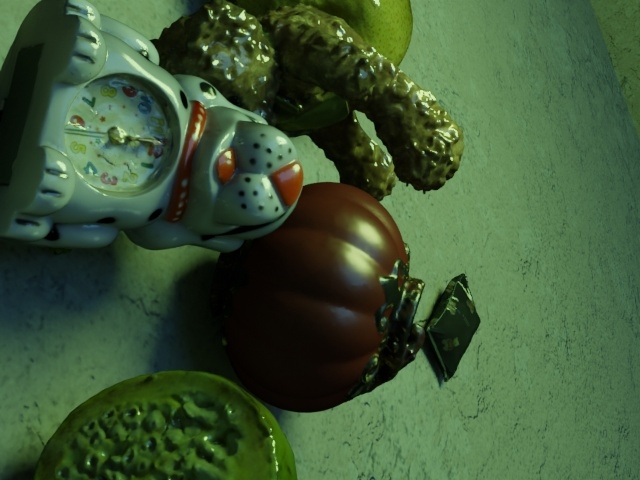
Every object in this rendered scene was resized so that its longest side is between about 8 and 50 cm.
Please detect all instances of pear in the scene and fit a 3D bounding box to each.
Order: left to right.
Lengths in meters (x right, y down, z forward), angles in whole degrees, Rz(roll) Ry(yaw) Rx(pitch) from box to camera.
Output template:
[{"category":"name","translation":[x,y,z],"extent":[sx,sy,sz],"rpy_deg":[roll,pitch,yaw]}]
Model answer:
[{"category":"pear","translation":[0.003,-0.279,1.010],"extent":[0.228,0.188,0.211],"rpy_deg":[48,24,-24]}]

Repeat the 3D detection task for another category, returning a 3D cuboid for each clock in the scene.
[{"category":"clock","translation":[-0.121,-0.062,0.676],"extent":[0.254,0.189,0.188],"rpy_deg":[17,60,-32]}]

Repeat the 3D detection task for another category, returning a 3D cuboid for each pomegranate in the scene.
[{"category":"pomegranate","translation":[-0.108,0.226,0.617],"extent":[0.159,0.190,0.240],"rpy_deg":[78,19,-48]}]

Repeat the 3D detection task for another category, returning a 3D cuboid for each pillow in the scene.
[{"category":"pillow","translation":[0.191,0.122,1.236],"extent":[0.090,0.048,0.150],"rpy_deg":[53,40,-13]}]

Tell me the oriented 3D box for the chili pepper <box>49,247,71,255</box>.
[{"category":"chili pepper","translation":[-0.215,-0.026,0.716],"extent":[0.030,0.034,0.091],"rpy_deg":[10,63,-18]}]

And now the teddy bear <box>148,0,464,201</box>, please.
[{"category":"teddy bear","translation":[-0.023,-0.119,0.847],"extent":[0.296,0.246,0.222],"rpy_deg":[52,54,-16]}]

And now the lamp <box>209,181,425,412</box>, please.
[{"category":"lamp","translation":[0.003,0.057,0.828],"extent":[0.227,0.227,0.226],"rpy_deg":[30,51,-47]}]
